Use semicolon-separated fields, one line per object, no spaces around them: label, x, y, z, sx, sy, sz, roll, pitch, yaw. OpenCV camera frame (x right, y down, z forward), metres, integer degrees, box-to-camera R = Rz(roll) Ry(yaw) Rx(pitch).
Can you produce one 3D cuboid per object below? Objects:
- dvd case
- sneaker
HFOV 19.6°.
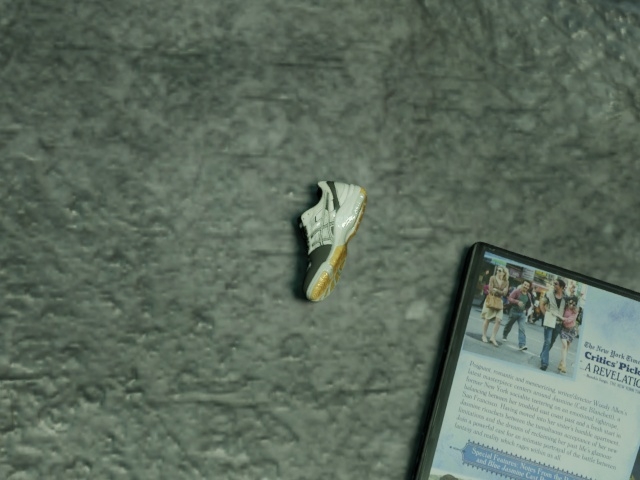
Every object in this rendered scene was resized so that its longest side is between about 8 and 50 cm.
dvd case;0.149;0.140;1.135;0.180;0.022;0.253;18;67;-4
sneaker;0.000;0.000;1.155;0.037;0.032;0.083;17;62;10
